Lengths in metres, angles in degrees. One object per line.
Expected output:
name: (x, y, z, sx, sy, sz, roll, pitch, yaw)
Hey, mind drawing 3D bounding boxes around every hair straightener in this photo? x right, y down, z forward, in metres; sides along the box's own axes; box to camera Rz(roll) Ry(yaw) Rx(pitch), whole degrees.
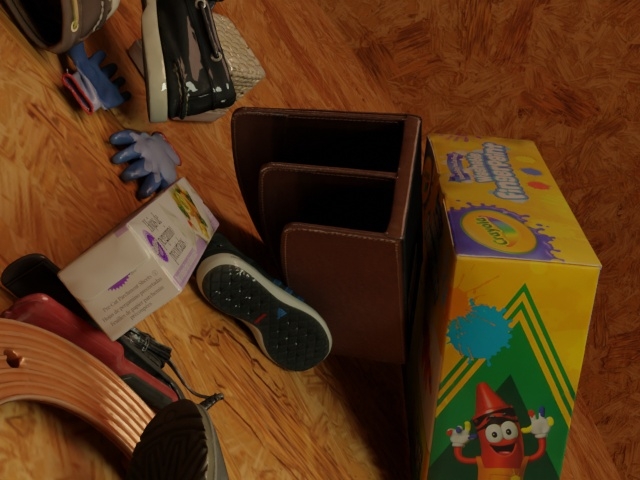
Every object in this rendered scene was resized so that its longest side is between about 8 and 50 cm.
hair straightener: (-0.153, 0.072, 0.796, 0.230, 0.047, 0.089, 39, 23, -43)

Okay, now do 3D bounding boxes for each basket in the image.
basket: (-0.154, -0.228, 1.332, 0.113, 0.103, 0.167, 57, 15, 2)

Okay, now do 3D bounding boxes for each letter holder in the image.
letter holder: (0.000, 0.000, 1.151, 0.302, 0.215, 0.152, 80, 18, -59)

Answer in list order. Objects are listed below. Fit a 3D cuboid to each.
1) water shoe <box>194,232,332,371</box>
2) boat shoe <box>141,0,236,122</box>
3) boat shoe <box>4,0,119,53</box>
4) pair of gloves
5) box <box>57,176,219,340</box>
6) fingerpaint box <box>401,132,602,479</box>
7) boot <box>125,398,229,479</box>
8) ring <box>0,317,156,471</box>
water shoe: (-0.057, 0.062, 1.094, 0.203, 0.073, 0.080, 48, 12, -39)
boat shoe: (-0.150, -0.287, 1.179, 0.127, 0.113, 0.340, 103, -18, -57)
boat shoe: (-0.293, -0.335, 0.968, 0.096, 0.117, 0.324, -66, 145, -49)
pair of gloves: (-0.212, -0.127, 1.090, 0.198, 0.023, 0.159, 55, 13, -13)
box: (-0.139, 0.003, 0.858, 0.063, 0.067, 0.324, 53, 6, -8)
fingerpaint box: (0.207, 0.104, 1.304, 0.445, 0.163, 0.371, -85, 180, -68)
boot: (-0.036, 0.222, 0.690, 0.208, 0.076, 0.189, 33, 41, -44)
ring: (-0.142, 0.196, 0.610, 0.336, 0.032, 0.336, 51, 16, -21)
